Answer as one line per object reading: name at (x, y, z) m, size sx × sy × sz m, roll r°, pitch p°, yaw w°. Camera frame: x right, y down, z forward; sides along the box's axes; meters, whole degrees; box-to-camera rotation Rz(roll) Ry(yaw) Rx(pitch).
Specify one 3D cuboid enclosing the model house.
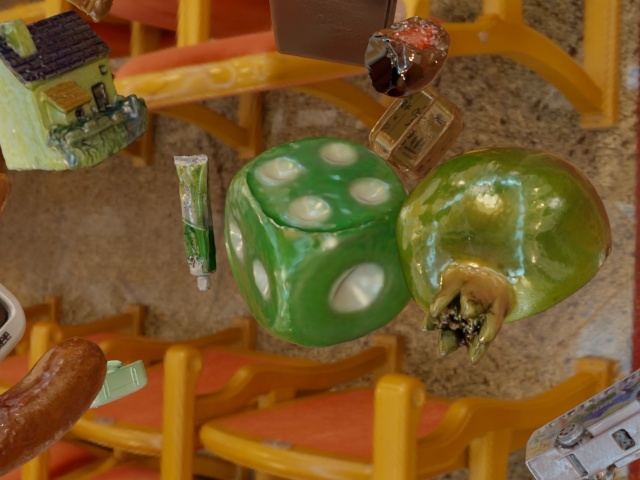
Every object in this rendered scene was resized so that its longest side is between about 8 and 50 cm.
model house at (-0.373, -0.232, 1.305) m, size 0.170 × 0.194 × 0.211 m, roll 4°, pitch 118°, yaw 32°

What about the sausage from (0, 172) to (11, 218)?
sausage at (-0.518, -0.047, 1.380) m, size 0.183 × 0.054 × 0.062 m, roll -93°, pitch 11°, yaw -49°

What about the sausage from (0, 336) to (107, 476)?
sausage at (-0.339, 0.192, 0.905) m, size 0.103 × 0.302 × 0.076 m, roll 51°, pitch 137°, yaw 16°

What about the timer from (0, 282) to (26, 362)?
timer at (-0.679, 0.147, 1.632) m, size 0.087 × 0.262 × 0.237 m, roll -36°, pitch 105°, yaw 26°

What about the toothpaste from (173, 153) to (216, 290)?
toothpaste at (-0.222, -0.032, 1.611) m, size 0.078 × 0.047 × 0.248 m, roll 1°, pitch 101°, yaw 29°

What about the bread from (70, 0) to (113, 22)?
bread at (-0.366, -0.522, 1.450) m, size 0.114 × 0.185 × 0.275 m, roll 34°, pitch 91°, yaw 44°

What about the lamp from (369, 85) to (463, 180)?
lamp at (0.201, -0.229, 1.890) m, size 0.185 × 0.161 × 0.161 m, roll -52°, pitch 53°, yaw 2°

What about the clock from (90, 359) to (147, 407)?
clock at (-0.482, 0.303, 1.884) m, size 0.211 × 0.159 × 0.066 m, roll -9°, pitch 96°, yaw 41°

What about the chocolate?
chocolate at (0.141, -0.290, 1.384) m, size 0.127 × 0.133 × 0.124 m, roll 129°, pitch 122°, yaw -68°

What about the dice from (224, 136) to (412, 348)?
dice at (0.000, 0.000, 1.652) m, size 0.287 × 0.297 × 0.300 m, roll 91°, pitch 154°, yaw -42°

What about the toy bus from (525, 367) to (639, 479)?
toy bus at (0.499, 0.298, 1.469) m, size 0.329 × 0.136 × 0.109 m, roll -37°, pitch 94°, yaw 20°

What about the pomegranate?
pomegranate at (0.225, -0.002, 1.255) m, size 0.309 × 0.358 × 0.216 m, roll -16°, pitch 112°, yaw 39°

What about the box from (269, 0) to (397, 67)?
box at (0.034, -0.494, 1.653) m, size 0.229 × 0.339 × 0.239 m, roll 7°, pitch 74°, yaw 3°
